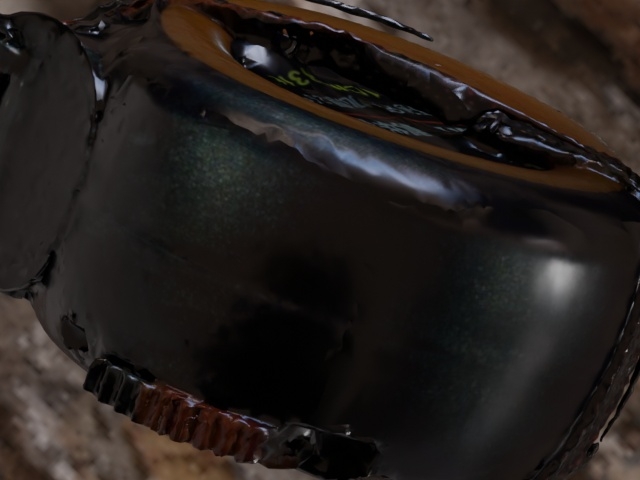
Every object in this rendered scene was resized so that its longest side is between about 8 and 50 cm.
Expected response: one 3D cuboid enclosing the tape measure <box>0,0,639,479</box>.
[{"bbox_3d":[0.000,0.000,0.583,0.223,0.135,0.202,27,16,30],"label":"tape measure"}]
